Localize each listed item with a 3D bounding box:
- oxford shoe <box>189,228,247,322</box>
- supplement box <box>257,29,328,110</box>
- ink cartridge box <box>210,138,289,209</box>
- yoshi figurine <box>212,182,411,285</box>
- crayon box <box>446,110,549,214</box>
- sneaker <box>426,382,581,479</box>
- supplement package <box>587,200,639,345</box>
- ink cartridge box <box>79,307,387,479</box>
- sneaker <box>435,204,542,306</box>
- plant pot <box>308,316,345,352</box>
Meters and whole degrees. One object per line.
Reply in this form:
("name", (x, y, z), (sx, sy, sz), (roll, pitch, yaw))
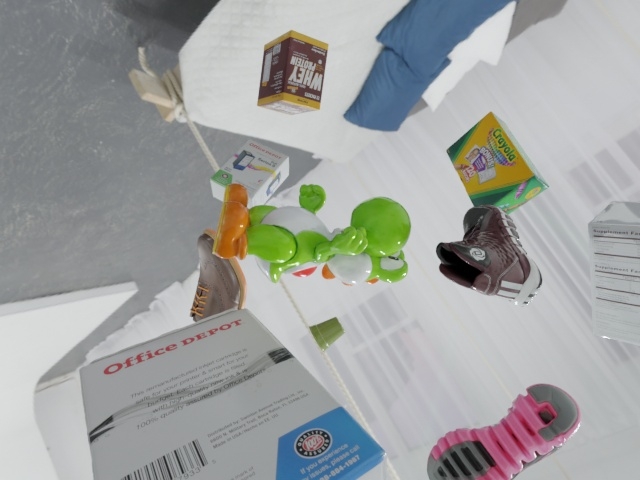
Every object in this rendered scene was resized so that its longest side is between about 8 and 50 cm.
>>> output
("oxford shoe", (-0.274, 0.150, 1.044), (0.133, 0.364, 0.130), (-25, -154, -38))
("supplement box", (-0.090, -0.506, 1.237), (0.129, 0.194, 0.191), (4, -172, -33))
("ink cartridge box", (-0.217, -0.200, 1.256), (0.212, 0.154, 0.093), (-55, 165, -33))
("yoshi figurine", (0.007, -0.027, 0.713), (0.362, 0.203, 0.203), (13, 161, -15))
("crayon box", (0.475, -0.203, 1.104), (0.081, 0.278, 0.165), (22, 132, -32))
("sneaker", (0.137, 0.155, 0.297), (0.119, 0.047, 0.057), (-34, 135, 11))
("supplement package", (0.608, 0.060, 0.756), (0.139, 0.244, 0.134), (-28, -158, -33))
("ink cartridge box", (-0.144, 0.284, 0.559), (0.285, 0.166, 0.395), (-16, -154, -29))
("sneaker", (0.294, 0.003, 0.781), (0.162, 0.281, 0.106), (10, 122, -8))
("plant pot", (0.022, 0.248, 1.088), (0.079, 0.083, 0.083), (-31, 169, -3))
